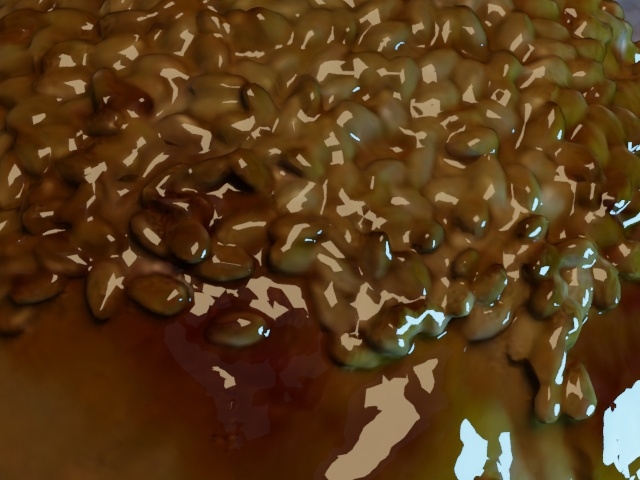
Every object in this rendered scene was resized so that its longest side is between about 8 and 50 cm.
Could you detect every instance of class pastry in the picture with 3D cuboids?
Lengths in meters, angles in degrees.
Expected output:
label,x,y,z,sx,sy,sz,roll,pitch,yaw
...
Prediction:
label,x,y,z,sx,sy,sz,roll,pitch,yaw
pastry,0.000,0.000,0.855,0.409,0.245,0.410,9,55,-14
